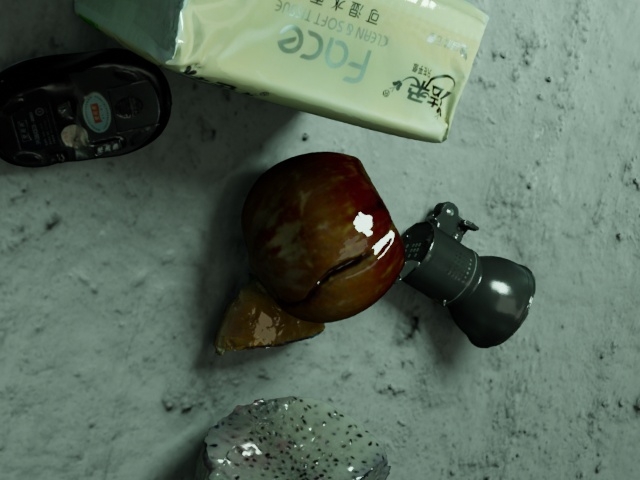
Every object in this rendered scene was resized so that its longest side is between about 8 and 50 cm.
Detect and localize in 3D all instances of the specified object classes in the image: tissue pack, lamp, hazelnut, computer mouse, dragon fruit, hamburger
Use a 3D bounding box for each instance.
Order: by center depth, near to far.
[{"bbox_3d":[-0.055,-0.279,1.584,0.404,0.331,0.205,12,100,-34],"label":"tissue pack"},{"bbox_3d":[-0.301,-0.170,1.591,0.233,0.096,0.137,-10,120,-9],"label":"computer mouse"},{"bbox_3d":[0.000,0.000,1.772,0.218,0.234,0.218,-24,157,-11],"label":"hazelnut"},{"bbox_3d":[-0.071,0.099,1.818,0.176,0.087,0.102,-11,110,-27],"label":"hamburger"},{"bbox_3d":[-0.068,0.368,1.838,0.283,0.204,0.221,-31,147,-39],"label":"dragon fruit"},{"bbox_3d":[0.199,0.042,1.954,0.227,0.147,0.172,34,71,-26],"label":"lamp"}]
